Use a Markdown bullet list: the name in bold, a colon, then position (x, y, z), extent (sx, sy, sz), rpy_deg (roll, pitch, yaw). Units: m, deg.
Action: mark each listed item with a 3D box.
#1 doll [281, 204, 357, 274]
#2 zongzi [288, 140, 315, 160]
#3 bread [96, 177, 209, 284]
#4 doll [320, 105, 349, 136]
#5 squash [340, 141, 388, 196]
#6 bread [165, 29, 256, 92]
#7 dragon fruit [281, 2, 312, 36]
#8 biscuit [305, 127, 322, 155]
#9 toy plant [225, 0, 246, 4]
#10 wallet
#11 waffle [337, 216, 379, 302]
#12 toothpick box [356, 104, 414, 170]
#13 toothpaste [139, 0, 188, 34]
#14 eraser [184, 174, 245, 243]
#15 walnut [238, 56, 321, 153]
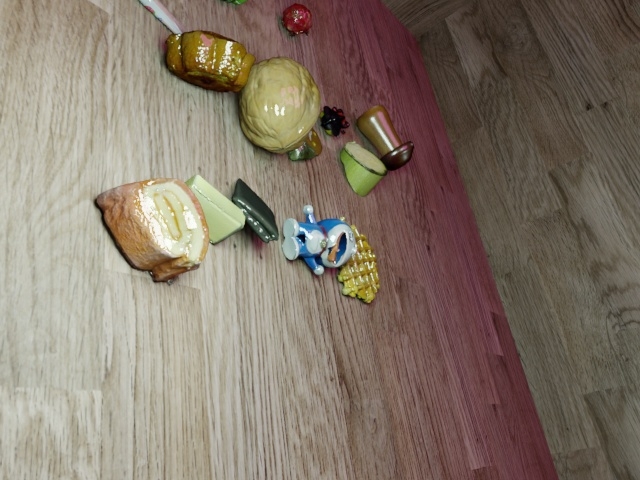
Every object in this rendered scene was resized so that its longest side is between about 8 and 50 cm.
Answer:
- **doll**: position (0.000, 0.000, 1.625), extent (0.257, 0.161, 0.215), rpy_deg (2, 93, -43)
- **zongzi**: position (-0.059, -0.354, 1.856), extent (0.154, 0.062, 0.130), rpy_deg (-16, 97, -51)
- **bread**: position (-0.354, -0.027, 1.160), extent (0.190, 0.123, 0.244), rpy_deg (-29, 93, -57)
- **doll**: position (0.056, -0.492, 2.148), extent (0.127, 0.088, 0.248), rpy_deg (39, 24, 0)
- **squash**: position (0.163, -0.309, 2.169), extent (0.220, 0.133, 0.220), rpy_deg (29, 35, -23)
- **bread**: position (-0.315, -0.519, 1.487), extent (0.247, 0.232, 0.135), rpy_deg (11, 85, -42)
- **dragon fruit**: position (-0.100, -0.940, 2.209), extent (0.166, 0.133, 0.136), rpy_deg (-47, 149, -56)
- **biscuit**: position (-0.073, -0.408, 1.936), extent (0.236, 0.039, 0.179), rpy_deg (37, 39, -38)
- **toy plant**: position (-0.319, -0.916, 1.895), extent (0.162, 0.093, 0.092), rpy_deg (-24, 88, -58)
- **wallet**: position (-0.185, -0.088, 1.460), extent (0.168, 0.052, 0.245), rpy_deg (48, 8, -19)
- **waffle**: position (0.121, 0.070, 1.843), extent (0.282, 0.058, 0.300), rpy_deg (28, 47, -43)
- **toothpick box**: position (0.297, -0.463, 2.380), extent (0.294, 0.192, 0.192), rpy_deg (58, 31, 1)
- **toothpaste**: position (-0.465, -0.672, 1.556), extent (0.194, 0.043, 0.067), rpy_deg (40, 36, -43)
- **eraser**: position (-0.286, -0.074, 1.299), extent (0.172, 0.117, 0.058), rpy_deg (41, 33, -31)
- **walnut**: position (-0.135, -0.423, 1.643), extent (0.252, 0.277, 0.312), rpy_deg (5, 64, -19)
